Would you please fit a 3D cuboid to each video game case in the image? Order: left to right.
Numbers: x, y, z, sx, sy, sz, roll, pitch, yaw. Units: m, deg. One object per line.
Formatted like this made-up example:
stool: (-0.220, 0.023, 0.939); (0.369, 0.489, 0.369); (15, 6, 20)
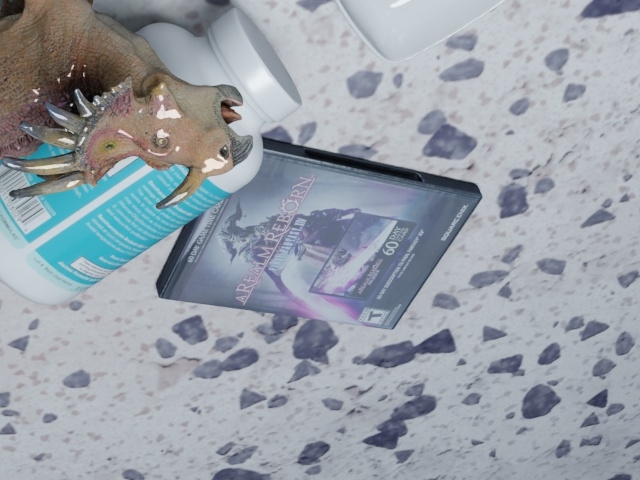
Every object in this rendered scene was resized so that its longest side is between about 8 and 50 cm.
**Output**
video game case: (0.000, 0.000, 1.104); (0.274, 0.026, 0.196); (9, 128, -30)

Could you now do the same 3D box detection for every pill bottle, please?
pill bottle: (-0.148, -0.072, 0.887); (0.264, 0.146, 0.146); (-32, 136, 11)

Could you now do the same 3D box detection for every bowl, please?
bowl: (0.074, -0.225, 0.891); (0.142, 0.053, 0.142); (-31, 137, 10)

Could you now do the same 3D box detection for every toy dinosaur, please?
toy dinosaur: (-0.203, -0.099, 0.765); (0.295, 0.200, 0.127); (-14, 165, 33)
